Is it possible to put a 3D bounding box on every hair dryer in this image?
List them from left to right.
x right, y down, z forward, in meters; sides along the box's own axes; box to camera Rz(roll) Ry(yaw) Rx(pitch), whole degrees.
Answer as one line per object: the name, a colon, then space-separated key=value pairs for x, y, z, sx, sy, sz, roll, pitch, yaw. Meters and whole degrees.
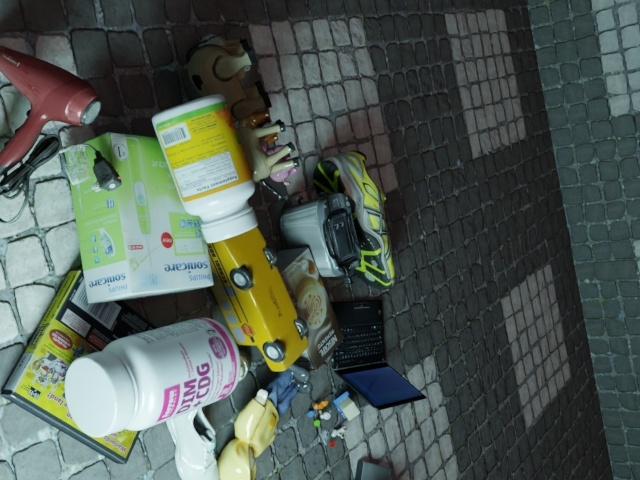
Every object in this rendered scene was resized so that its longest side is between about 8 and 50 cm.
hair dryer: x=-0.467 y=-0.190 z=1.275 sx=0.224 sy=0.080 sz=0.293 roll=-17 pitch=79 yaw=-14

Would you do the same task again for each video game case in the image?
video game case: x=-0.396 y=0.226 z=1.396 sx=0.275 sy=0.035 sz=0.248 roll=48 pitch=50 yaw=-38

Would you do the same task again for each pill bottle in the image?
pill bottle: x=-0.289 y=0.238 z=1.373 sx=0.283 sy=0.160 sz=0.160 roll=-11 pitch=94 yaw=-52
pill bottle: x=-0.198 y=-0.127 z=1.409 sx=0.136 sy=0.136 sz=0.245 roll=-30 pitch=104 yaw=-50

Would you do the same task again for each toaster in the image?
toaster: x=0.000 y=0.000 z=1.844 sx=0.129 sy=0.147 sz=0.226 roll=-25 pitch=104 yaw=-50

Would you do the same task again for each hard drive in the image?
hard drive: x=0.136 y=0.627 z=2.029 sx=0.135 sy=0.022 sz=0.094 roll=31 pitch=61 yaw=-46

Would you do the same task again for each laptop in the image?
laptop: x=0.148 y=0.283 z=2.001 sx=0.234 sy=0.137 sz=0.264 roll=3 pitch=82 yaw=-52

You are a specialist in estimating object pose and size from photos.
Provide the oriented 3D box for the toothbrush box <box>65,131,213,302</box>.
toothbrush box: x=-0.326 y=-0.040 z=1.424 sx=0.206 sy=0.122 sz=0.283 roll=-2 pitch=81 yaw=-56

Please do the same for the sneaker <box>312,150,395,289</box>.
sneaker: x=0.123 y=-0.051 z=1.995 sx=0.147 sy=0.145 sz=0.384 roll=-36 pitch=115 yaw=-33

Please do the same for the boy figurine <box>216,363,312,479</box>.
boy figurine: x=-0.122 y=0.384 z=1.654 sx=0.285 sy=0.092 sz=0.177 roll=-55 pitch=154 yaw=-38

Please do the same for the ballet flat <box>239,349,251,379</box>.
ballet flat: x=-0.198 y=0.278 z=1.615 sx=0.213 sy=0.068 sz=0.072 roll=-14 pitch=95 yaw=-52

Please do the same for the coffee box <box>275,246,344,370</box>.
coffee box: x=-0.054 y=0.158 z=1.791 sx=0.141 sy=0.098 sz=0.246 roll=-43 pitch=118 yaw=-47

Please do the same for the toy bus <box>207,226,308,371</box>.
toy bus: x=-0.146 y=0.113 z=1.653 sx=0.108 sy=0.130 sz=0.332 roll=-44 pitch=119 yaw=-47

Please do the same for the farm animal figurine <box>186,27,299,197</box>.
farm animal figurine: x=-0.181 y=-0.252 z=1.582 sx=0.172 sy=0.330 sz=0.326 roll=-21 pitch=107 yaw=-5

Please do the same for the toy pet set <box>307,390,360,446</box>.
toy pet set: x=0.031 y=0.418 z=1.914 sx=0.114 sy=0.065 sz=0.122 roll=-35 pitch=114 yaw=-11

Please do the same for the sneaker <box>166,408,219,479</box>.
sneaker: x=-0.233 y=0.405 z=1.530 sx=0.080 sy=0.094 sz=0.212 roll=-36 pitch=113 yaw=-50
